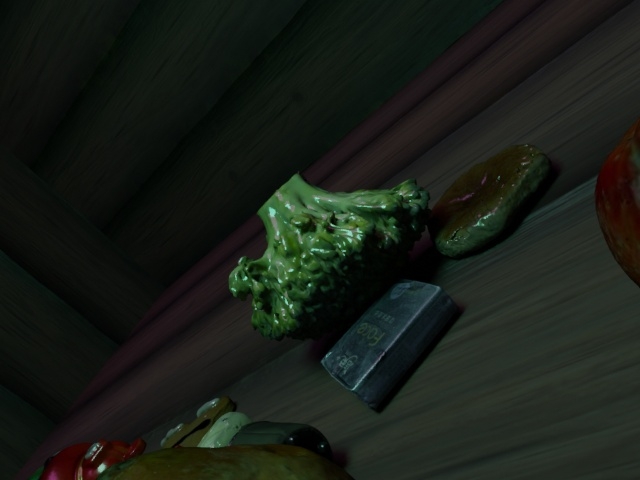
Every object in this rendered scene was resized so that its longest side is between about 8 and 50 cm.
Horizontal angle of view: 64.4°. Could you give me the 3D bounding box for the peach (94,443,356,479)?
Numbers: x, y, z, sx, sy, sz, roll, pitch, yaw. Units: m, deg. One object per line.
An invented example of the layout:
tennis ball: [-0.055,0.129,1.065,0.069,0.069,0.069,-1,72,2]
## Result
peach: [-0.052,0.226,0.323,0.214,0.236,0.214,-32,18,11]

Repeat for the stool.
stool: [-0.043,0.239,0.537,0.110,0.096,0.096,-25,24,45]

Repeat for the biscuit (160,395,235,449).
biscuit: [-0.218,0.363,0.778,0.197,0.049,0.302,-43,15,16]

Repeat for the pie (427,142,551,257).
pie: [0.224,-0.057,0.707,0.195,0.046,0.195,-43,13,12]

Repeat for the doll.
doll: [-0.441,0.460,0.898,0.363,0.160,0.183,-40,16,11]

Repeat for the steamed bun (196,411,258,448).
steamed bun: [-0.115,0.281,0.613,0.130,0.090,0.112,-53,1,22]

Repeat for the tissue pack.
tissue pack: [0.081,0.117,0.610,0.156,0.051,0.112,-47,15,-10]

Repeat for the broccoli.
broccoli: [0.000,0.000,0.725,0.288,0.246,0.248,-37,-13,-26]

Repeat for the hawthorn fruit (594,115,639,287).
hawthorn fruit: [0.249,-0.026,0.293,0.173,0.173,0.173,-42,15,13]
